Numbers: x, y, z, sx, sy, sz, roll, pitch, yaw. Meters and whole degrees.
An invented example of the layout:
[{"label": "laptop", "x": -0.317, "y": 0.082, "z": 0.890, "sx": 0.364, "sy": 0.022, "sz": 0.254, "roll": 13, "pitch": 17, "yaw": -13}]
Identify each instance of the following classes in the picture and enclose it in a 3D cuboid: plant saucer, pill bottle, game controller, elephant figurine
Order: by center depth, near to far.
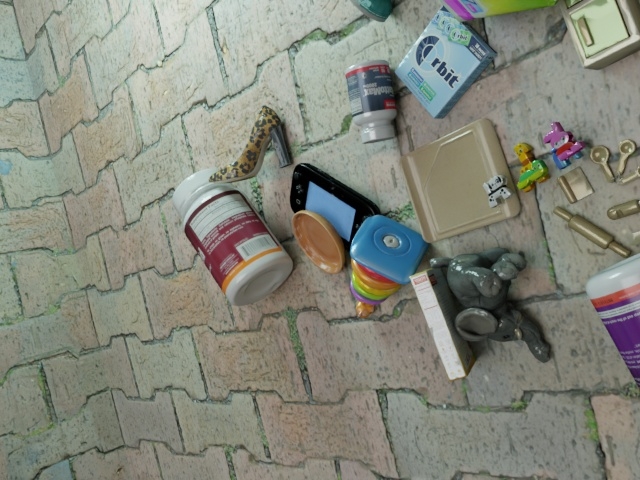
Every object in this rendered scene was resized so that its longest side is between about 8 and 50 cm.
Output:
[{"label": "pill bottle", "x": 0.607, "y": 0.176, "z": 0.981, "sx": 0.181, "sy": 0.181, "sz": 0.323, "roll": -35, "pitch": 75, "yaw": 43}, {"label": "elephant figurine", "x": 0.365, "y": 0.149, "z": 1.242, "sx": 0.186, "sy": 0.169, "sz": 0.239, "roll": -136, "pitch": 30, "yaw": -64}, {"label": "pill bottle", "x": 0.125, "y": -0.328, "z": 1.381, "sx": 0.108, "sy": 0.108, "sz": 0.180, "roll": -7, "pitch": 96, "yaw": 44}, {"label": "game controller", "x": 0.032, "y": -0.083, "z": 1.556, "sx": 0.319, "sy": 0.067, "sz": 0.166, "roll": 35, "pitch": 122, "yaw": 34}, {"label": "plant saucer", "x": 0.000, "y": 0.000, "z": 1.583, "sx": 0.200, "sy": 0.037, "sz": 0.200, "roll": 40, "pitch": 150, "yaw": 28}, {"label": "pill bottle", "x": -0.276, "y": -0.016, "z": 1.757, "sx": 0.392, "sy": 0.224, "sz": 0.224, "roll": 53, "pitch": 130, "yaw": 22}]

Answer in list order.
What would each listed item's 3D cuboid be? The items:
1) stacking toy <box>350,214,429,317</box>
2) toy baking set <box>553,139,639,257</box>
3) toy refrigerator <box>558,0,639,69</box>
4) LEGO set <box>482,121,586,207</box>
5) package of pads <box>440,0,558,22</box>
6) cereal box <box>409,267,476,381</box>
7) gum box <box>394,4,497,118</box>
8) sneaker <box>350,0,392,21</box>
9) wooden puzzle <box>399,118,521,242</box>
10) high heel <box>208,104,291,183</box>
[{"label": "stacking toy", "x": 0.137, "y": 0.097, "z": 1.454, "sx": 0.165, "sy": 0.175, "sz": 0.302, "roll": 27, "pitch": 139, "yaw": 10}, {"label": "toy baking set", "x": 0.563, "y": -0.070, "z": 1.073, "sx": 0.256, "sy": 0.030, "sz": 0.197, "roll": 45, "pitch": 127, "yaw": 27}, {"label": "toy refrigerator", "x": 0.478, "y": -0.450, "z": 1.023, "sx": 0.102, "sy": 0.094, "sz": 0.269, "roll": -22, "pitch": 84, "yaw": 44}, {"label": "LEGO set", "x": 0.423, "y": -0.164, "z": 1.153, "sx": 0.227, "sy": 0.087, "sz": 0.093, "roll": -41, "pitch": 68, "yaw": 48}, {"label": "package of pads", "x": 0.283, "y": -0.516, "z": 1.033, "sx": 0.101, "sy": 0.229, "sz": 0.296, "roll": -52, "pitch": 25, "yaw": -2}, {"label": "cereal box", "x": 0.279, "y": 0.179, "z": 1.304, "sx": 0.047, "sy": 0.173, "sz": 0.240, "roll": -23, "pitch": 82, "yaw": 21}, {"label": "gum box", "x": 0.270, "y": -0.390, "z": 1.274, "sx": 0.157, "sy": 0.041, "sz": 0.184, "roll": 56, "pitch": 130, "yaw": 20}, {"label": "sneaker", "x": 0.101, "y": -0.654, "z": 1.329, "sx": 0.121, "sy": 0.108, "sz": 0.302, "roll": -35, "pitch": 73, "yaw": 47}, {"label": "wooden puzzle", "x": 0.309, "y": -0.128, "z": 1.301, "sx": 0.238, "sy": 0.044, "sz": 0.221, "roll": -21, "pitch": 84, "yaw": 40}, {"label": "high heel", "x": -0.226, "y": -0.275, "z": 1.692, "sx": 0.261, "sy": 0.093, "sz": 0.186, "roll": -16, "pitch": 93, "yaw": 11}]
